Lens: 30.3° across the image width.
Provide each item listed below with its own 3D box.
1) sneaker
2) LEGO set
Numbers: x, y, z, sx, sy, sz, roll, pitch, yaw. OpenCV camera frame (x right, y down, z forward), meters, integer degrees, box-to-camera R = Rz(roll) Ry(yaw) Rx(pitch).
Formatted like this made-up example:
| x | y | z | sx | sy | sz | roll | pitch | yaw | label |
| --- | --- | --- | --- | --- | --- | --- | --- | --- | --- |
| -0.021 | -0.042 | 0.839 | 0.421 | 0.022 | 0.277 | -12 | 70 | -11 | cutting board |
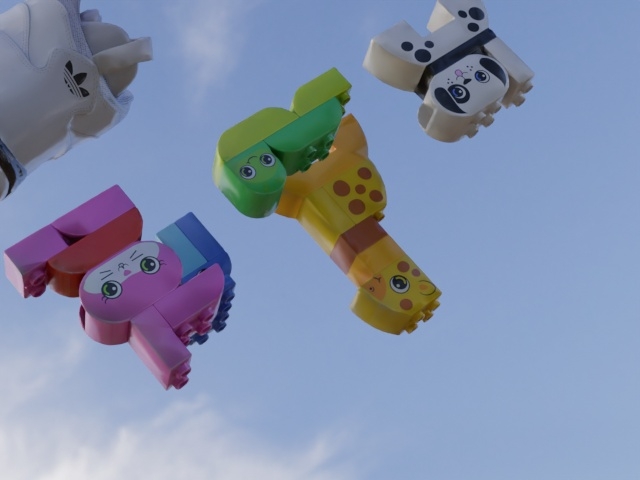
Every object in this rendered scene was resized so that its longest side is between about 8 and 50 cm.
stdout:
| x | y | z | sx | sy | sz | roll | pitch | yaw | label |
| --- | --- | --- | --- | --- | --- | --- | --- | --- | --- |
| -0.287 | -0.117 | 0.993 | 0.210 | 0.365 | 0.137 | -36 | -64 | -27 | sneaker |
| 0.000 | 0.000 | 0.470 | 0.227 | 0.093 | 0.087 | -34 | -17 | -26 | LEGO set |
